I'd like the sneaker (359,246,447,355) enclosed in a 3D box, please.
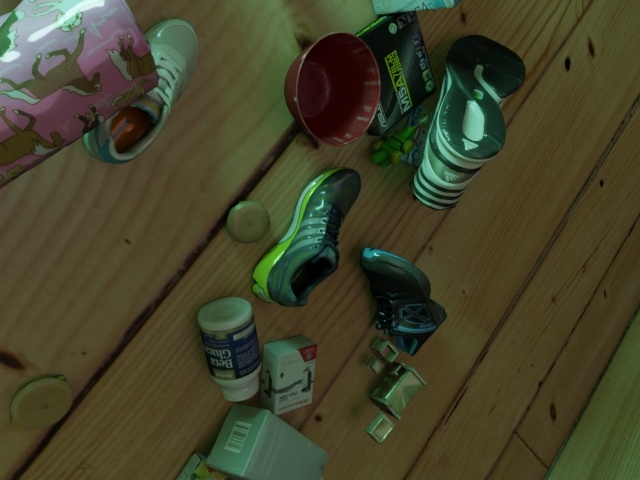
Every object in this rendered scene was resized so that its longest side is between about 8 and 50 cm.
[{"bbox_3d":[0.177,0.143,1.112,0.139,0.125,0.341,-54,130,-14],"label":"sneaker"}]

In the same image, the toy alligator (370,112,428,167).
[{"bbox_3d":[0.164,-0.200,1.037,0.190,0.056,0.051,-43,157,-28],"label":"toy alligator"}]

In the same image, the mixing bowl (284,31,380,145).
[{"bbox_3d":[0.006,-0.257,0.854,0.181,0.098,0.181,-13,112,-36],"label":"mixing bowl"}]

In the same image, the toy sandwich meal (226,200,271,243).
[{"bbox_3d":[-0.126,-0.033,0.870,0.086,0.029,0.085,-10,112,-25],"label":"toy sandwich meal"}]

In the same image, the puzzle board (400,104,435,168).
[{"bbox_3d":[0.219,-0.228,1.099,0.096,0.011,0.128,11,98,-41],"label":"puzzle board"}]

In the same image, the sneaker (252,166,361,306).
[{"bbox_3d":[0.000,0.000,0.920,0.111,0.121,0.300,37,80,-41],"label":"sneaker"}]

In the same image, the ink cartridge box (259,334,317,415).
[{"bbox_3d":[-0.064,0.270,1.001,0.099,0.056,0.135,-7,108,-39],"label":"ink cartridge box"}]

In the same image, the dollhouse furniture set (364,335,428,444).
[{"bbox_3d":[0.128,0.348,1.188,0.182,0.101,0.161,-45,103,-19],"label":"dollhouse furniture set"}]

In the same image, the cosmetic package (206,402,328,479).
[{"bbox_3d":[-0.094,0.431,0.981,0.238,0.107,0.127,55,46,-38],"label":"cosmetic package"}]

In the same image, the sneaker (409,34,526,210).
[{"bbox_3d":[0.285,-0.243,1.069,0.447,0.169,0.257,-62,178,-38],"label":"sneaker"}]

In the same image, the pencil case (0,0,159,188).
[{"bbox_3d":[-0.363,-0.136,0.524,0.386,0.167,0.160,-41,116,-15],"label":"pencil case"}]

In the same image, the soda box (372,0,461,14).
[{"bbox_3d":[0.169,-0.442,0.871,0.058,0.183,0.063,-41,128,-22],"label":"soda box"}]

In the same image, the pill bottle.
[{"bbox_3d":[-0.154,0.194,0.875,0.094,0.094,0.169,-22,118,-33],"label":"pill bottle"}]

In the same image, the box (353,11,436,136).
[{"bbox_3d":[0.136,-0.332,0.974,0.184,0.045,0.190,-42,126,-24],"label":"box"}]

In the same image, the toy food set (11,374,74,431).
[{"bbox_3d":[-0.407,0.239,0.731,0.083,0.020,0.083,-4,107,-39],"label":"toy food set"}]

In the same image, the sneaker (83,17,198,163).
[{"bbox_3d":[-0.230,-0.202,0.683,0.087,0.092,0.228,33,81,-40],"label":"sneaker"}]

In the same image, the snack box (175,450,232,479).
[{"bbox_3d":[-0.213,0.474,0.959,0.141,0.037,0.100,41,78,-41],"label":"snack box"}]
